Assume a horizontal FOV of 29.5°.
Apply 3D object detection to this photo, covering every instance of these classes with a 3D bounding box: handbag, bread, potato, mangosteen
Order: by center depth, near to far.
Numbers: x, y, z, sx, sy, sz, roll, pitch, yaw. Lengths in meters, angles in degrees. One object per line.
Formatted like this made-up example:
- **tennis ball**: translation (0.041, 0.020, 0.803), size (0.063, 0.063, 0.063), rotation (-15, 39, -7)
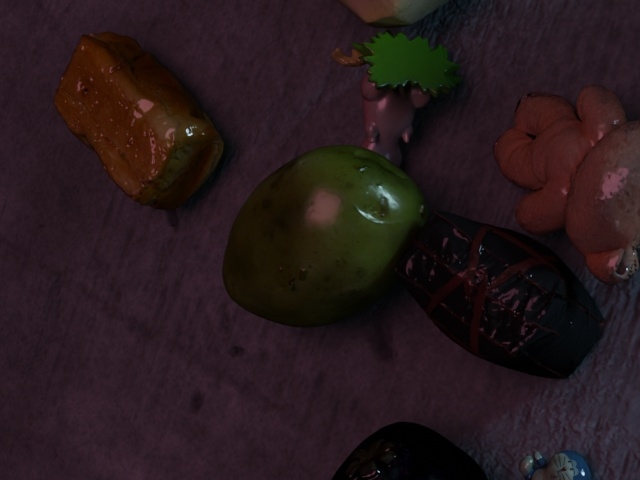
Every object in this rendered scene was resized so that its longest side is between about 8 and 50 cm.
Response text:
- **mangosteen**: translation (0.112, 0.344, 1.438), size (0.243, 0.243, 0.243), rotation (-7, 76, 31)
- **handbag**: translation (0.211, 0.064, 1.445), size (0.215, 0.169, 0.155), rotation (35, 99, 33)
- **potato**: translation (0.002, -0.001, 1.556), size (0.304, 0.216, 0.215), rotation (-38, 59, 51)
- **bread**: translation (-0.273, -0.184, 1.828), size (0.294, 0.132, 0.167), rotation (45, 105, 30)

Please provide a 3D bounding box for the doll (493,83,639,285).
- **doll**: translation (0.327, -0.082, 1.444), size (0.201, 0.156, 0.303), rotation (-65, 27, 14)

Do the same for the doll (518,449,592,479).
- **doll**: translation (0.277, 0.279, 1.430), size (0.083, 0.050, 0.076), rotation (-27, 49, 27)

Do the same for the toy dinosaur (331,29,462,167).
- **toy dinosaur**: translation (0.104, -0.178, 1.615), size (0.177, 0.152, 0.194), rotation (118, 146, -54)

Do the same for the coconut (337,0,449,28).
- **coconut**: translation (0.094, -0.396, 1.580), size (0.259, 0.259, 0.259), rotation (-7, 76, 31)
